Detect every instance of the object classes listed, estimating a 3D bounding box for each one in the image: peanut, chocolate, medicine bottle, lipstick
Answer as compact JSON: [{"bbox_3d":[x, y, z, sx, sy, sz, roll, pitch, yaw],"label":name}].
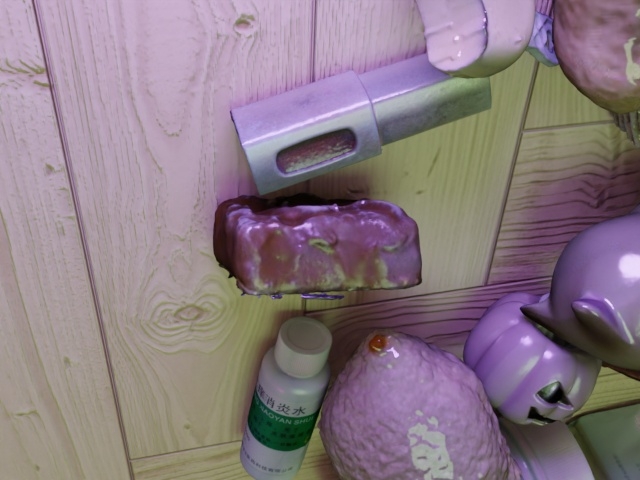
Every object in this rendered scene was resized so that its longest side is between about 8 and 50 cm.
[{"bbox_3d":[0.280,-0.229,0.760,0.129,0.129,0.224,-16,119,-4],"label":"peanut"},{"bbox_3d":[0.000,0.000,0.879,0.214,0.148,0.093,-3,106,-20],"label":"chocolate"},{"bbox_3d":[0.207,0.402,1.246,0.379,0.213,0.213,-24,134,-5],"label":"medicine bottle"},{"bbox_3d":[0.042,-0.128,0.824,0.253,0.077,0.079,-19,133,-3],"label":"lipstick"},{"bbox_3d":[-0.045,0.214,1.090,0.095,0.095,0.260,1,129,-19],"label":"medicine bottle"}]

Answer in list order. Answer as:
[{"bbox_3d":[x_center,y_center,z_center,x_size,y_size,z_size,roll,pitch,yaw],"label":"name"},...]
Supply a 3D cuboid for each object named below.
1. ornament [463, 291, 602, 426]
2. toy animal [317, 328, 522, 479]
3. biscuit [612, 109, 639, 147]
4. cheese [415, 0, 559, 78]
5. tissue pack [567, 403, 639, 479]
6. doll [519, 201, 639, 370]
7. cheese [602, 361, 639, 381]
[{"bbox_3d":[0.285,0.151,1.086,0.178,0.177,0.177,-9,132,-10],"label":"ornament"},{"bbox_3d":[0.113,0.253,1.043,0.227,0.188,0.358,-15,119,20],"label":"toy animal"},{"bbox_3d":[0.513,-0.247,0.870,0.426,0.078,0.144,-26,133,7],"label":"biscuit"},{"bbox_3d":[0.158,-0.235,0.756,0.071,0.163,0.249,-7,-171,41],"label":"cheese"},{"bbox_3d":[0.622,0.465,1.318,0.332,0.404,0.205,-12,136,-8],"label":"tissue pack"},{"bbox_3d":[0.442,0.014,0.959,0.370,0.215,0.226,-43,96,-6],"label":"doll"},{"bbox_3d":[0.452,0.104,1.147,0.128,0.203,0.177,24,88,-29],"label":"cheese"}]
